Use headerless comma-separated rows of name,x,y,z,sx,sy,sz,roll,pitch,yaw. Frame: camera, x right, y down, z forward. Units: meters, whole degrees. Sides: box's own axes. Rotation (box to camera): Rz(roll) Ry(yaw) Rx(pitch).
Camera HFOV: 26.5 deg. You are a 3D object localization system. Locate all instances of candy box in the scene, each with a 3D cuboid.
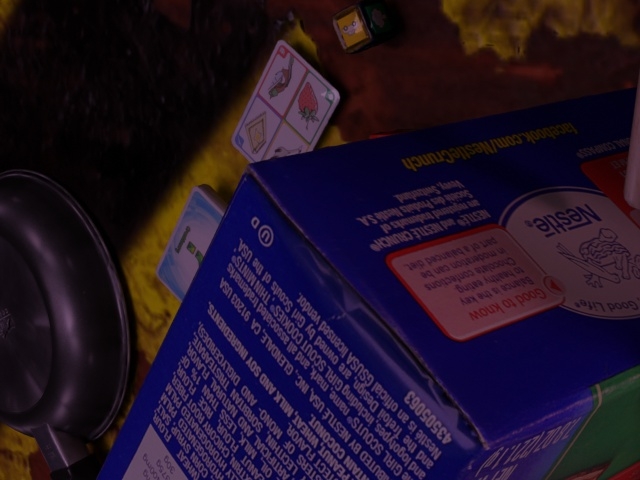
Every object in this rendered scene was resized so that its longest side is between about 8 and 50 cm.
candy box,0.044,0.100,0.549,0.122,0.268,0.317,51,133,25

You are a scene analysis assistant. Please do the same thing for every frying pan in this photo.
frying pan,-0.198,0.113,0.947,0.197,0.053,0.326,7,105,43

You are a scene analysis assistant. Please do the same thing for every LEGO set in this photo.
LEGO set,0.000,0.000,0.710,0.182,0.060,0.244,45,130,19

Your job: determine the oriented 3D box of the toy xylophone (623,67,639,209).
toy xylophone,0.180,-0.009,0.303,0.236,0.081,0.323,7,152,18
